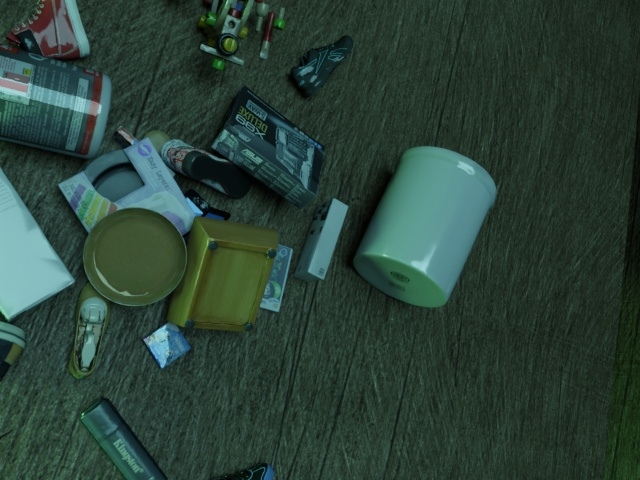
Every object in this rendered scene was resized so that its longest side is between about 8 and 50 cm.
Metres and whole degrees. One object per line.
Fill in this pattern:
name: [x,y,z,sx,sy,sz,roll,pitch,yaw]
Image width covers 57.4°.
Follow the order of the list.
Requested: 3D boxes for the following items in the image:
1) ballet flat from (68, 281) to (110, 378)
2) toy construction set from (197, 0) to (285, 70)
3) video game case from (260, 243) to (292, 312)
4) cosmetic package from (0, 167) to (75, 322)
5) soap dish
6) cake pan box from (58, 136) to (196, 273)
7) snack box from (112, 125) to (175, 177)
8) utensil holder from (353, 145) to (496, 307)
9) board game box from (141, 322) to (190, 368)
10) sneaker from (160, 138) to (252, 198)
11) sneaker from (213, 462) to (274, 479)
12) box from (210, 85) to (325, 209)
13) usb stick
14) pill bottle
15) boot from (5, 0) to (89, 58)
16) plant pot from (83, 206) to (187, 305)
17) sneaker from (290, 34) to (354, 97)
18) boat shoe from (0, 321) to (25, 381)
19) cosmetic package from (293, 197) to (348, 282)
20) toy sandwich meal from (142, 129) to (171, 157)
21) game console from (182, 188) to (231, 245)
ballet flat: [-0.540,0.210,1.384,0.080,0.073,0.233,9,77,-29]
toy construction set: [-0.243,-0.579,1.644,0.308,0.257,0.237,7,96,-51]
video game case: [-0.175,0.089,1.645,0.173,0.022,0.191,20,72,-26]
cosmetic package: [-0.706,-0.022,1.249,0.156,0.217,0.385,-37,102,-29]
soap dish: [-0.241,0.097,1.484,0.228,0.118,0.291,10,107,-30]
cake pan box: [-0.467,-0.091,1.443,0.245,0.070,0.267,-31,100,-16]
snack box: [-0.456,-0.219,1.511,0.178,0.064,0.022,43,66,-17]
utensil holder: [0.312,-0.037,1.776,0.327,0.327,0.386,37,67,-20]
board game box: [-0.392,0.264,1.491,0.090,0.020,0.090,-36,99,-31]
sneaker: [-0.307,-0.197,1.577,0.270,0.145,0.090,19,98,-60]
sneaker: [-0.225,0.634,1.488,0.232,0.081,0.091,-34,106,-29]
box: [-0.136,-0.261,1.638,0.307,0.076,0.243,35,37,-20]
usb stick: [-0.465,0.499,1.393,0.077,0.045,0.278,-38,101,-30]
pill bottle: [-0.677,-0.322,1.317,0.362,0.210,0.210,11,76,-29]
boot: [-0.690,-0.559,1.427,0.176,0.088,0.245,-19,95,-30]
plant pot: [-0.441,0.038,1.403,0.236,0.032,0.237,-1,94,-14]
sneaker: [0.009,-0.567,1.821,0.106,0.101,0.267,43,63,-14]
boat shoe: [-0.856,0.185,1.146,0.500,0.186,0.156,25,64,-30]
cosmetic package: [0.000,0.000,1.719,0.060,0.099,0.239,27,69,-21]
toy sandwich meal: [-0.432,-0.252,1.554,0.085,0.029,0.086,4,80,-25]
game console: [-0.334,-0.057,1.542,0.124,0.085,0.144,47,62,-15]
